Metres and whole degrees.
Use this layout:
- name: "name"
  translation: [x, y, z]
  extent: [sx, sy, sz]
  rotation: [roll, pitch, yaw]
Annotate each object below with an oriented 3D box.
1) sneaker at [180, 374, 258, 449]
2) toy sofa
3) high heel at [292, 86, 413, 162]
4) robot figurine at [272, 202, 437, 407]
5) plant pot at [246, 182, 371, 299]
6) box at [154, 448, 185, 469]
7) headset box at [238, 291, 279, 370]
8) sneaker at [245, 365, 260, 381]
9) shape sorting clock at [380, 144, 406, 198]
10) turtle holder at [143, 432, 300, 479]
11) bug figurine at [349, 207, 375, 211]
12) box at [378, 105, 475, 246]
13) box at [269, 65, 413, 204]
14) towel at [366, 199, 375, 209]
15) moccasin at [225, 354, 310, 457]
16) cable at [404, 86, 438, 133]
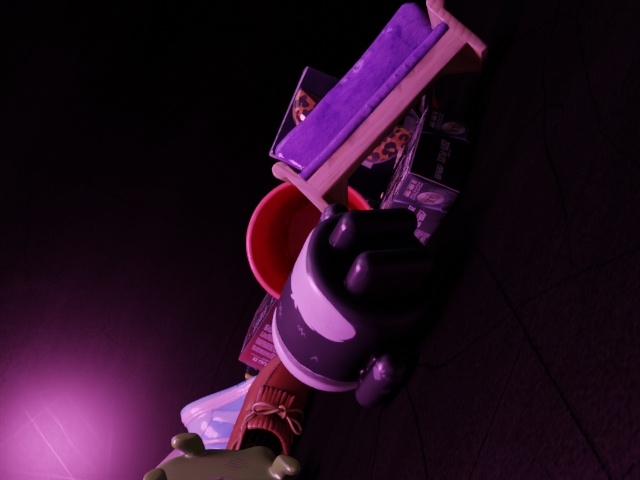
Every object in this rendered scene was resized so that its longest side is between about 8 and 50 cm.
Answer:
- name: "sneaker"
  translation: [-0.140, 0.422, 1.835]
  extent: [0.127, 0.319, 0.208]
  rotation: [53, -165, -66]
- name: "toy sofa"
  translation: [0.079, -0.214, 1.278]
  extent: [0.362, 0.177, 0.150]
  rotation: [-47, -9, 7]
- name: "high heel"
  translation: [0.081, -0.247, 1.640]
  extent: [0.093, 0.261, 0.186]
  rotation: [-94, -14, -68]
- name: "robot figurine"
  translation: [0.042, 0.075, 1.021]
  extent: [0.209, 0.173, 0.278]
  rotation: [-62, -1, -41]
- name: "plant pot"
  translation: [0.000, 0.000, 1.760]
  extent: [0.243, 0.274, 0.275]
  rotation: [-11, -56, -82]
- name: "box"
  translation: [-0.306, 0.579, 1.766]
  extent: [0.148, 0.121, 0.311]
  rotation: [-44, 12, 5]
- name: "headset box"
  translation: [-0.085, 0.173, 1.994]
  extent: [0.293, 0.110, 0.218]
  rotation: [-58, 8, 29]
- name: "sneaker"
  translation: [-0.130, 0.447, 2.004]
  extent: [0.147, 0.145, 0.385]
  rotation: [72, -155, -42]
- name: "shape sorting clock"
  translation: [0.134, -0.079, 1.535]
  extent: [0.206, 0.040, 0.206]
  rotation: [17, -90, -82]
- name: "turtle holder"
  translation: [-0.165, 0.442, 1.291]
  extent: [0.320, 0.243, 0.228]
  rotation: [-124, 40, -76]
- name: "bug figurine"
  translation: [0.033, 0.073, 1.301]
  extent: [0.279, 0.072, 0.216]
  rotation: [78, -149, -57]
- name: "box"
  translation: [0.146, -0.078, 1.192]
  extent: [0.180, 0.077, 0.147]
  rotation: [115, 176, -50]
- name: "box"
  translation: [0.066, -0.249, 1.904]
  extent: [0.395, 0.293, 0.212]
  rotation: [-79, 13, -79]
- name: "towel"
  translation: [0.067, 0.051, 1.994]
  extent: [0.187, 0.049, 0.282]
  rotation: [118, 173, -70]
- name: "moccasin"
  translation: [-0.114, 0.393, 1.673]
  extent: [0.147, 0.139, 0.380]
  rotation: [-26, 27, 58]
- name: "cable"
  translation: [0.205, -0.212, 1.487]
  extent: [0.287, 0.072, 0.140]
  rotation: [-107, 29, -72]
